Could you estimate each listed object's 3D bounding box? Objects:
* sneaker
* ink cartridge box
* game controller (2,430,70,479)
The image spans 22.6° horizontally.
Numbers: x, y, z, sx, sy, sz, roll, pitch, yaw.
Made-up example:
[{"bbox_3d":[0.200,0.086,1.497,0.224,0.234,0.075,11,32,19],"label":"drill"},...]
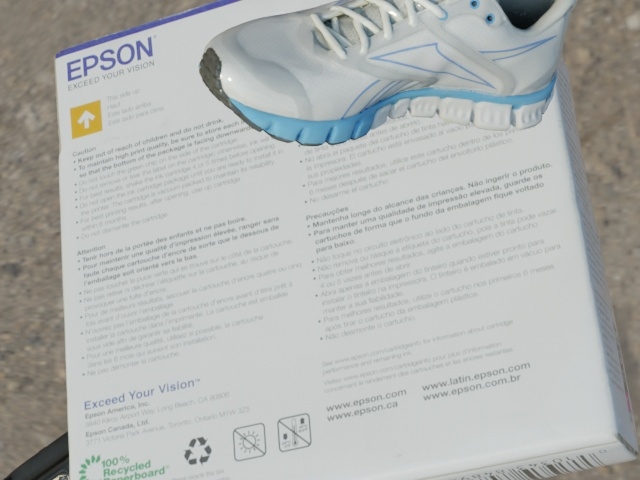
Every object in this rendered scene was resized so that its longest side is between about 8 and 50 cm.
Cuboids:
[{"bbox_3d":[0.035,-0.096,0.721,0.190,0.083,0.071,-9,50,-31],"label":"sneaker"},{"bbox_3d":[0.000,0.000,0.958,0.071,0.324,0.330,43,37,-59],"label":"ink cartridge box"},{"bbox_3d":[-0.158,0.165,1.453,0.319,0.166,0.067,-35,85,13],"label":"game controller"}]
